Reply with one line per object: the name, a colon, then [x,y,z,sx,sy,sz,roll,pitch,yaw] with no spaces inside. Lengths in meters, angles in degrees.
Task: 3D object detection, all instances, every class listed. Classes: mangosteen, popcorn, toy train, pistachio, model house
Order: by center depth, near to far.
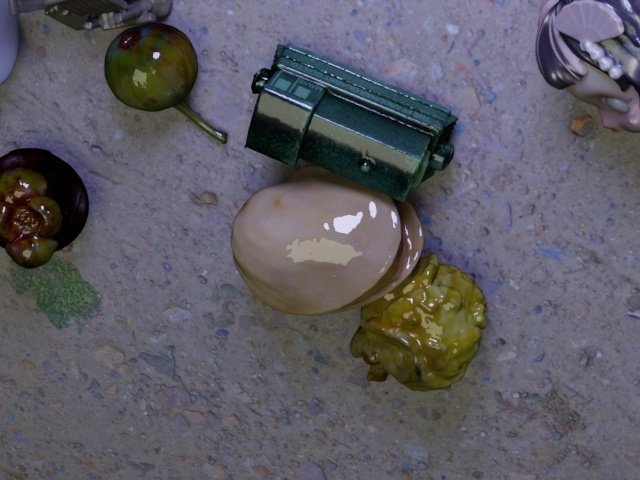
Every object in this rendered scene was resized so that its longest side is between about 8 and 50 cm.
toy train: [0.037,-0.166,1.425,0.330,0.178,0.139,23,127,4]
model house: [-0.365,-0.375,1.432,0.229,0.188,0.122,-1,107,19]
pistachio: [0.000,0.000,1.523,0.321,0.229,0.238,-10,81,28]
popcorn: [0.157,0.151,1.591,0.233,0.192,0.266,44,121,-12]
mangosteen: [-0.511,-0.064,1.672,0.209,0.210,0.210,9,126,13]

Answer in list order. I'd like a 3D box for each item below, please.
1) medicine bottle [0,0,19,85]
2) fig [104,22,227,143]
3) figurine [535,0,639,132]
medicine bottle: [-0.678,-0.335,1.541,0.315,0.202,0.202,-1,123,19]
fig: [-0.235,-0.241,1.526,0.149,0.149,0.245,-14,140,27]
figurine: [0.443,-0.227,1.229,0.361,0.253,0.211,33,84,-14]
